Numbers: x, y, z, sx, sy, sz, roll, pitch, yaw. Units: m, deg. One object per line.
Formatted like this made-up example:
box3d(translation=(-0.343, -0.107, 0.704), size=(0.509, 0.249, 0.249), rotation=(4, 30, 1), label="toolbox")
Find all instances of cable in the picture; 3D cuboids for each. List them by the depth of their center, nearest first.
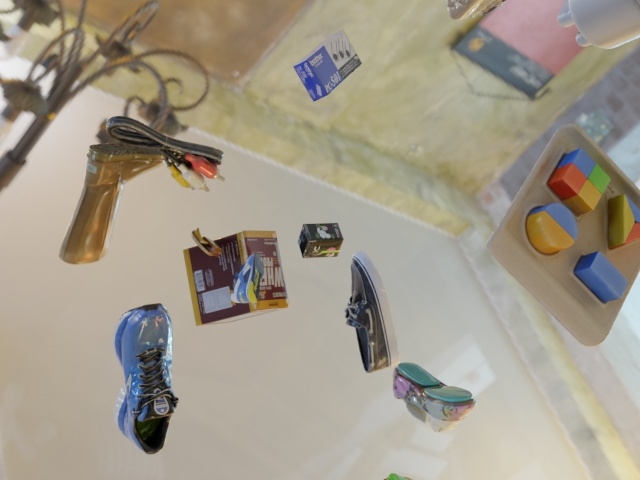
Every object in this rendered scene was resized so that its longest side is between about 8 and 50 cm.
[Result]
box3d(translation=(-0.317, -0.183, 2.062), size=(0.287, 0.139, 0.072), rotation=(27, -123, -46), label="cable")

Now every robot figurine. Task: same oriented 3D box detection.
box3d(translation=(0.708, -0.563, 2.208), size=(0.300, 0.353, 0.200), rotation=(36, -118, -24), label="robot figurine")

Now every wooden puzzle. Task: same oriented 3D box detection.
box3d(translation=(0.529, -0.017, 1.933), size=(0.322, 0.080, 0.348), rotation=(43, -115, -13), label="wooden puzzle")

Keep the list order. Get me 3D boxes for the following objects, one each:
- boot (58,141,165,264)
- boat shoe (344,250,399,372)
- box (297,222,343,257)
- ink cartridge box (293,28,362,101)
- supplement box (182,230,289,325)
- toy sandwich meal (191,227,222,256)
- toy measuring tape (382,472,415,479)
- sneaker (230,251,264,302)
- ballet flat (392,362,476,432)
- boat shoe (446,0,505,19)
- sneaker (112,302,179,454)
box3d(translation=(-0.471, -0.089, 2.208), size=(0.089, 0.270, 0.236), rotation=(32, -156, 32), label="boot")
box3d(translation=(0.108, 0.177, 2.367), size=(0.108, 0.102, 0.301), rotation=(-152, 46, -68), label="boat shoe")
box3d(translation=(0.000, 0.000, 2.141), size=(0.083, 0.062, 0.052), rotation=(-2, -131, -19), label="box")
box3d(translation=(0.020, -0.413, 2.289), size=(0.097, 0.046, 0.207), rotation=(59, -141, -16), label="ink cartridge box")
box3d(translation=(-0.202, 0.090, 2.329), size=(0.129, 0.194, 0.192), rotation=(0, -104, -56), label="supplement box")
box3d(translation=(-0.261, 0.003, 2.226), size=(0.085, 0.029, 0.085), rotation=(47, -176, -4), label="toy sandwich meal")
box3d(translation=(0.202, 0.584, 2.087), size=(0.330, 0.121, 0.121), rotation=(34, -153, -40), label="toy measuring tape")
box3d(translation=(-0.160, 0.080, 2.119), size=(0.053, 0.059, 0.144), rotation=(59, -153, -32), label="sneaker")
box3d(translation=(0.178, 0.256, 1.539), size=(0.076, 0.079, 0.221), rotation=(-1, -172, -23), label="ballet flat")
box3d(translation=(0.355, -0.526, 1.927), size=(0.092, 0.285, 0.103), rotation=(-10, -104, -29), label="boat shoe")
box3d(translation=(-0.329, 0.276, 1.921), size=(0.129, 0.330, 0.147), rotation=(-11, -151, -30), label="sneaker")
